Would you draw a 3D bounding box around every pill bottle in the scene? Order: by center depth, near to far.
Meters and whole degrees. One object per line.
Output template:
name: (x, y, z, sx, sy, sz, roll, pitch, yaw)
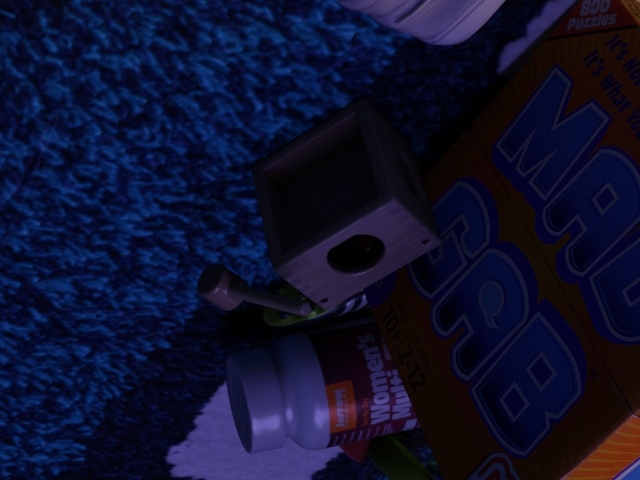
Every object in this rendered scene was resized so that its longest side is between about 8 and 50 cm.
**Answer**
pill bottle: (0.025, 0.141, 1.441, 0.221, 0.121, 0.121, -11, 140, -15)

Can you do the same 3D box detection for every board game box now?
board game box: (0.310, 0.068, 1.269, 0.356, 0.356, 0.356, 23, 120, -35)

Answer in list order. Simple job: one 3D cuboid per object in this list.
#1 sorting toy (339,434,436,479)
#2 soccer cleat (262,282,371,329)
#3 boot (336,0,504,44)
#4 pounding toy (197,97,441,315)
sorting toy: (0.111, 0.214, 1.626, 0.126, 0.127, 0.365, -46, 132, 2)
soccer cleat: (0.031, 0.053, 1.436, 0.179, 0.060, 0.072, -23, 140, 6)
boot: (0.115, -0.250, 1.081, 0.123, 0.095, 0.258, 10, 135, -35)
pounding toy: (-0.003, 0.010, 1.281, 0.206, 0.181, 0.094, -31, 137, 19)
